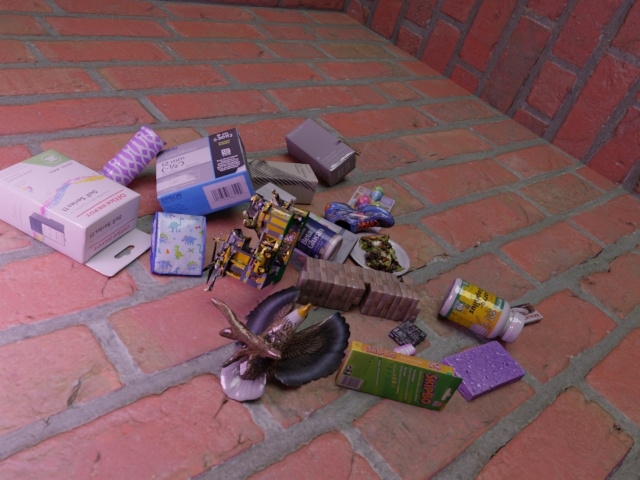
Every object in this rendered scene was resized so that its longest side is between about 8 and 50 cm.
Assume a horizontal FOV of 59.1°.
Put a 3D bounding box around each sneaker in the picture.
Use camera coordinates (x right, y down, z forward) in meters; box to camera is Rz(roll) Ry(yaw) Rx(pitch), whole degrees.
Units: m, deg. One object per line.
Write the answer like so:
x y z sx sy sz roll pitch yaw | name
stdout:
0.119 -0.057 1.756 0.222 0.083 0.087 4 57 6 | sneaker

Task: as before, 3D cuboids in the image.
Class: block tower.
0.099 0.130 1.490 0.336 0.090 0.097 11 36 -14 | block tower

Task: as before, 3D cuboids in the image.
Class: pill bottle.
0.443 0.197 1.548 0.209 0.117 0.117 27 36 8 | pill bottle
-0.031 -0.012 1.548 0.169 0.094 0.094 31 37 13 | pill bottle

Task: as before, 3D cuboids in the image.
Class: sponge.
0.414 0.327 1.437 0.210 0.031 0.117 -8 44 -35 | sponge

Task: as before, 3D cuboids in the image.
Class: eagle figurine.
-0.083 0.212 1.250 0.298 0.225 0.226 8 70 -70 | eagle figurine

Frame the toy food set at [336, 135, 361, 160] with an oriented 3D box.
0.075 -0.331 2.143 0.132 0.038 0.192 35 32 8 | toy food set

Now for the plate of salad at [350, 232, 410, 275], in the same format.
0.179 0.032 1.696 0.200 0.048 0.199 14 36 -10 | plate of salad

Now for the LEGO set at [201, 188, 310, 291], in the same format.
-0.169 -0.014 1.378 0.192 0.254 0.331 24 15 5 | LEGO set

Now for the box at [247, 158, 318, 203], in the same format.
-0.157 -0.186 1.777 0.275 0.094 0.113 0 39 -25 | box

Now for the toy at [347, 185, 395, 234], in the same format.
0.163 -0.119 1.882 0.137 0.056 0.237 25 35 8 | toy

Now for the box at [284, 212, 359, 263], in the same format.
0.000 0.000 1.638 0.186 0.038 0.145 26 46 10 | box

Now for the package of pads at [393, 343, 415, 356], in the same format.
0.187 0.282 1.338 0.050 0.083 0.032 -8 49 -30 | package of pads

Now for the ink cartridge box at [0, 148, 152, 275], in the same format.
-0.594 -0.075 1.390 0.354 0.119 0.207 27 35 8 | ink cartridge box

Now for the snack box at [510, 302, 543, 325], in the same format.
0.573 0.225 1.658 0.178 0.022 0.064 -7 45 -34 | snack box

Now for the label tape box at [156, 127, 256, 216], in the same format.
-0.340 -0.221 1.632 0.249 0.115 0.347 -18 45 -2 | label tape box

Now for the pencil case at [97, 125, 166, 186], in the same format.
-0.530 -0.232 1.583 0.088 0.086 0.206 28 71 35 | pencil case

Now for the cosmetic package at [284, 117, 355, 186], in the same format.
-0.001 -0.311 1.984 0.127 0.107 0.238 -42 66 -18 | cosmetic package

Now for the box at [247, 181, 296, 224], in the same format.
-0.144 -0.095 1.657 0.102 0.101 0.087 31 36 12 | box

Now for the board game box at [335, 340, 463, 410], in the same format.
0.175 0.307 1.263 0.260 0.124 0.039 17 35 -5 | board game box

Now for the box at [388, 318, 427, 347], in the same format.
0.226 0.245 1.462 0.067 0.018 0.083 39 39 24 | box

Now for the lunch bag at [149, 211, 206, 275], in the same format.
-0.357 0.015 1.416 0.129 0.096 0.151 4 68 -22 | lunch bag
